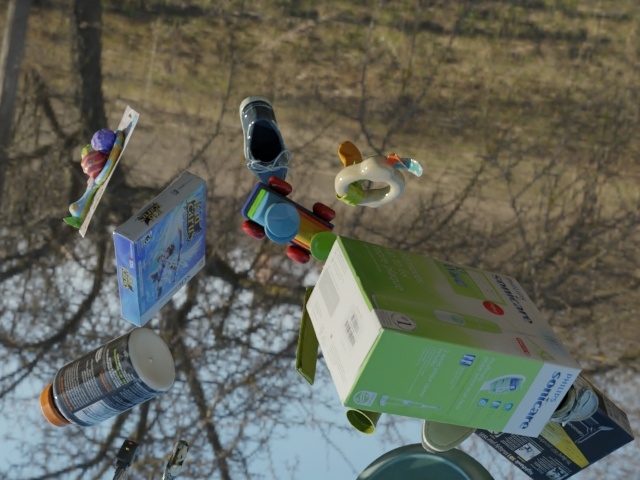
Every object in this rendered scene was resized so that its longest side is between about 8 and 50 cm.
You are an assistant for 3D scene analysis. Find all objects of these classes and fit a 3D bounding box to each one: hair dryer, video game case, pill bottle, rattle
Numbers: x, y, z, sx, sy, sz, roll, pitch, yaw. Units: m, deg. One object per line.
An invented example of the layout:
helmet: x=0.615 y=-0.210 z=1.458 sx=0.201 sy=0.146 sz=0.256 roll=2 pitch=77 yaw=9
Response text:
hair dryer: x=-0.374 y=0.569 z=1.675 sx=0.080 sy=0.223 sz=0.293 roll=-2 pitch=-139 yaw=16
video game case: x=-0.345 y=0.020 z=1.858 sx=0.061 sy=0.269 sz=0.244 roll=25 pitch=-133 yaw=17
pill bottle: x=-0.404 y=0.265 z=1.570 sx=0.246 sy=0.130 sz=0.130 roll=-27 pitch=167 yaw=20
rattle: x=0.106 y=-0.149 z=1.490 sx=0.130 sy=0.142 sz=0.199 roll=23 pitch=149 yaw=-7

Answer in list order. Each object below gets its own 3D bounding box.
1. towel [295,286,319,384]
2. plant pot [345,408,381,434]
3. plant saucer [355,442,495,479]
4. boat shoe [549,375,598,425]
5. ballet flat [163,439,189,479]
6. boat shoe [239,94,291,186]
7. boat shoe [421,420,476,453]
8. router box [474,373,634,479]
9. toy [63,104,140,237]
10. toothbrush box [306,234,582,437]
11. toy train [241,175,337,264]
towel: x=-0.022 y=0.243 z=2.168 sx=0.021 sy=0.237 sz=0.102 roll=-9 pitch=144 yaw=24
plant pot: x=0.114 y=0.401 z=1.994 sx=0.083 sy=0.083 sz=0.079 roll=10 pitch=-139 yaw=37
plant saucer: x=0.179 y=0.512 z=1.527 sx=0.318 sy=0.317 sz=0.043 roll=10 pitch=152 yaw=27
boat shoe: x=0.438 y=0.300 z=1.634 sx=0.320 sy=0.118 sz=0.103 roll=27 pitch=-169 yaw=-36
ballet flat: x=-0.357 y=0.551 z=2.098 sx=0.041 sy=0.114 sz=0.041 roll=15 pitch=154 yaw=8
boat shoe: x=-0.112 y=-0.190 z=1.773 sx=0.095 sy=0.079 sz=0.254 roll=-11 pitch=141 yaw=-6
boat shoe: x=0.220 y=0.262 z=1.354 sx=0.081 sy=0.068 sz=0.228 roll=37 pitch=-132 yaw=8
router box: x=0.489 y=0.388 z=1.852 sx=0.309 sy=0.243 sz=0.081 roll=40 pitch=-153 yaw=-18
toy: x=-0.402 y=-0.134 z=1.509 sx=0.056 sy=0.237 sz=0.137 roll=21 pitch=-173 yaw=-27
toothbrush box: x=0.148 y=0.121 z=1.073 sx=0.283 sy=0.122 sz=0.206 roll=15 pitch=-154 yaw=-22
toy train: x=0.000 y=0.000 z=1.350 sx=0.248 sy=0.105 sz=0.143 roll=30 pitch=-177 yaw=-18
